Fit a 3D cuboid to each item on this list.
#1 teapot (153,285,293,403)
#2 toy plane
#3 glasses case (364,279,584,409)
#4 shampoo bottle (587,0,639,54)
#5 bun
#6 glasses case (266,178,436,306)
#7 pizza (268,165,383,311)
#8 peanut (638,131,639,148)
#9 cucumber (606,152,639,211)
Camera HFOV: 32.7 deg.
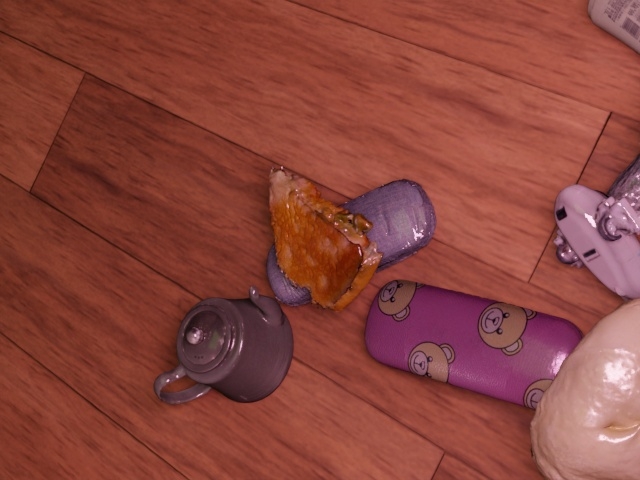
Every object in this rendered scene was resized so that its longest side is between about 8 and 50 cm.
[{"bbox_3d":[-0.152,0.159,1.613,0.239,0.149,0.162,-44,58,16],"label":"teapot"},{"bbox_3d":[0.351,0.003,1.319,0.080,0.174,0.174,-39,49,-24],"label":"toy plane"},{"bbox_3d":[0.195,0.133,1.425,0.316,0.076,0.123,13,86,36],"label":"glasses case"},{"bbox_3d":[0.450,-0.260,1.354,0.118,0.087,0.234,-49,56,14],"label":"shampoo bottle"},{"bbox_3d":[0.357,0.175,1.195,0.160,0.259,0.259,35,97,33],"label":"bun"},{"bbox_3d":[0.040,0.005,1.574,0.282,0.067,0.109,-27,68,27],"label":"glasses case"},{"bbox_3d":[0.000,0.000,1.525,0.226,0.069,0.147,38,122,37],"label":"pizza"},{"bbox_3d":[0.480,-0.141,1.245,0.233,0.197,0.110,-32,36,19],"label":"peanut"},{"bbox_3d":[0.407,-0.081,1.348,0.112,0.064,0.064,-53,55,11],"label":"cucumber"}]
